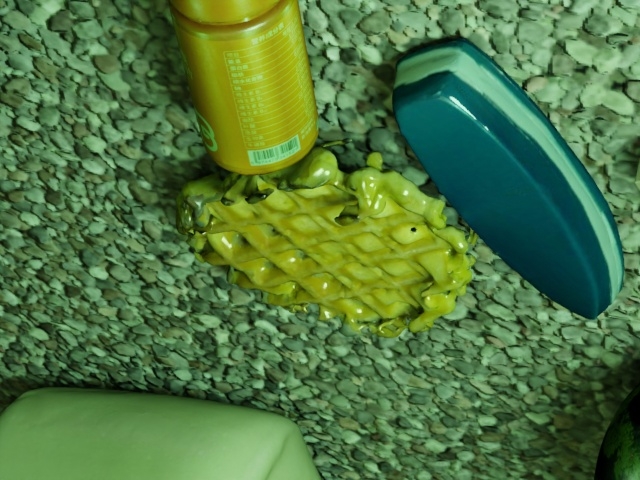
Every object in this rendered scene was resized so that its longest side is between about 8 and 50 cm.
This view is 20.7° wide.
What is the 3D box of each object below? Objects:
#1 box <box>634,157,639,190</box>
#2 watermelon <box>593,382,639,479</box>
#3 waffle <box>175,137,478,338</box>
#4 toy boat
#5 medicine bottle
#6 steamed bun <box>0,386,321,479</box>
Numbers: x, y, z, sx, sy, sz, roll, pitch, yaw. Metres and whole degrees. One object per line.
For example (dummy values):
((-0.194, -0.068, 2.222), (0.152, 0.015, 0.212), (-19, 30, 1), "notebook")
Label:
((0.272, -0.038, 1.348), (0.024, 0.053, 0.083), (-10, 133, 33), "box")
((0.357, 0.223, 1.482), (0.269, 0.269, 0.269), (11, 142, 9), "watermelon")
((-0.001, 0.003, 1.481), (0.262, 0.060, 0.280), (15, 154, 4), "waffle")
((0.160, -0.035, 1.390), (0.096, 0.062, 0.299), (-17, 130, 36), "toy boat")
((-0.058, -0.145, 1.319), (0.096, 0.096, 0.192), (7, 142, 15), "medicine bottle")
((-0.194, 0.387, 1.795), (0.371, 0.290, 0.456), (4, 115, 20), "steamed bun")
